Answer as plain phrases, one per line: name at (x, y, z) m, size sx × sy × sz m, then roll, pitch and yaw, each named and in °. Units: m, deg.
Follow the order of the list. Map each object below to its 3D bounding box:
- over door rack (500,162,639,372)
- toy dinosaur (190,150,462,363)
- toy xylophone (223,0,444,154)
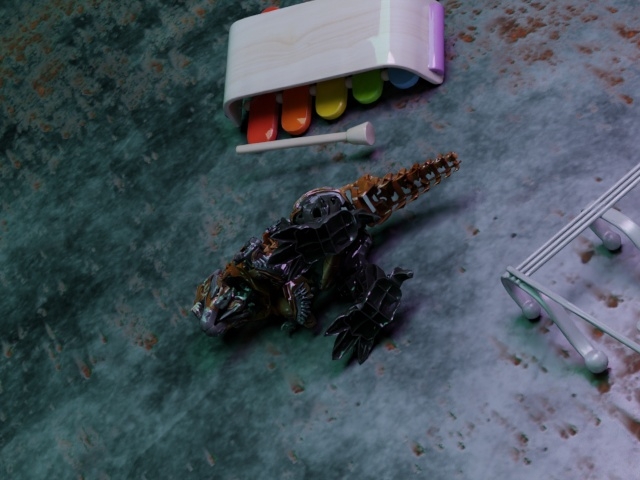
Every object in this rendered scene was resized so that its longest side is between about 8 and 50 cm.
over door rack at (0.326, 0.018, 1.292) m, size 0.239 × 0.108 × 0.324 m, roll -40°, pitch 17°, yaw -7°
toy dinosaur at (0.000, 0.000, 1.562) m, size 0.322 × 0.164 × 0.218 m, roll -54°, pitch 19°, yaw 10°
toy xylophone at (-0.002, -0.206, 1.813) m, size 0.322 × 0.081 × 0.236 m, roll -1°, pitch 69°, yaw 31°
